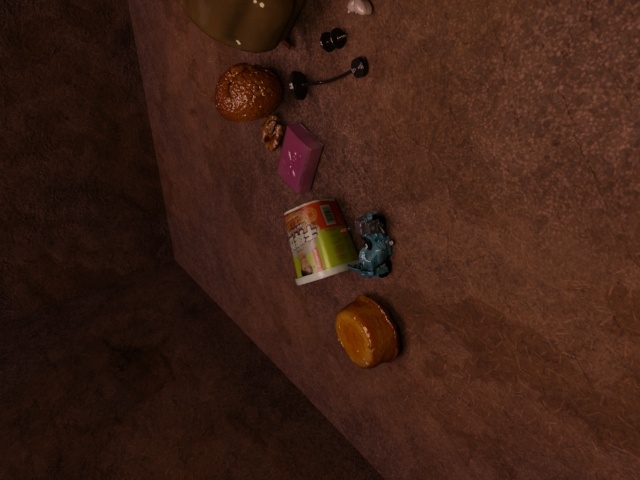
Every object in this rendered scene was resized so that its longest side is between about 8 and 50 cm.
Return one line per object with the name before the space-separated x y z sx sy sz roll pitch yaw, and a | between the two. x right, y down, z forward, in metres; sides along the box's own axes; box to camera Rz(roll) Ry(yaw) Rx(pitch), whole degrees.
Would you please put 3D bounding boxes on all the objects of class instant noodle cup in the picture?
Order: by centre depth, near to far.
instant noodle cup | 0.000 0.000 1.878 0.294 0.294 0.307 -24 81 57

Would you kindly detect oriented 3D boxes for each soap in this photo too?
soap | -0.094 -0.352 1.953 0.181 0.081 0.259 49 143 25

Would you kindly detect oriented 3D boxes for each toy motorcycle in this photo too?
toy motorcycle | 0.182 0.030 1.708 0.124 0.182 0.271 26 129 61

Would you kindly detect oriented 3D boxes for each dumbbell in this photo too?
dumbbell | 0.044 -0.694 1.567 0.147 0.069 0.069 10 117 53

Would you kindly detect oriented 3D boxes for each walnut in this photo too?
walnut | -0.211 -0.488 2.050 0.142 0.069 0.170 60 145 12

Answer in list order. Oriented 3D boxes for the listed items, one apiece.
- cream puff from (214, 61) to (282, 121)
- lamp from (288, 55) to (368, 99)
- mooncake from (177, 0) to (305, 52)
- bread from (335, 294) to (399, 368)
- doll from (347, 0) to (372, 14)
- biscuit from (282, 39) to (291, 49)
cream puff | -0.304 -0.628 1.892 0.303 0.303 0.212 29 143 43
lamp | 0.012 -0.579 1.645 0.371 0.109 0.130 19 127 48
mooncake | -0.265 -0.897 1.553 0.262 0.467 0.466 -39 77 49
bread | 0.198 0.389 1.903 0.312 0.173 0.311 35 136 43
doll | 0.127 -0.786 1.407 0.161 0.059 0.159 -4 105 55
biscuit | -0.192 -0.836 1.781 0.025 0.126 0.206 -46 64 13
